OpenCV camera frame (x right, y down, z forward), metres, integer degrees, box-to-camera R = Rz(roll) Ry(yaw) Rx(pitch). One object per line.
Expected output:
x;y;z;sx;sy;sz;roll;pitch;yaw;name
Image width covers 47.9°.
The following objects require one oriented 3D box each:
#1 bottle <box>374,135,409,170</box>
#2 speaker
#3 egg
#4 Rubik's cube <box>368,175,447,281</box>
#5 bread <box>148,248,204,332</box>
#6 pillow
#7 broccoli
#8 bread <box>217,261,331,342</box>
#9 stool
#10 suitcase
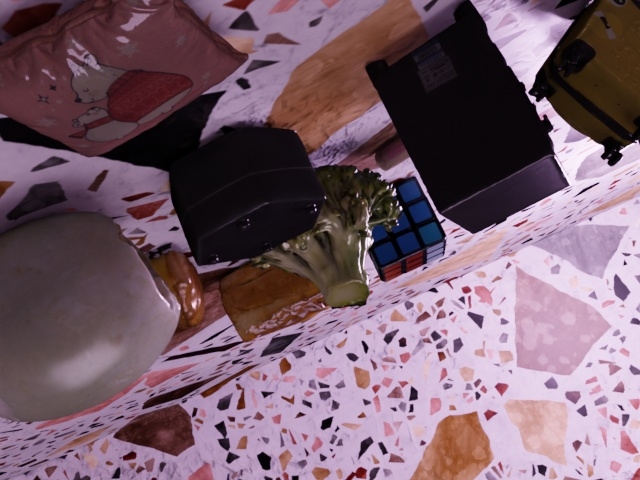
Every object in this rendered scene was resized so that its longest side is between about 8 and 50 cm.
0.146;-0.165;1.309;0.096;0.045;0.045;-33;161;30;bottle
0.222;-0.167;1.042;0.184;0.253;0.232;-29;163;18;speaker
-0.382;0.113;1.009;0.336;0.278;0.278;-30;165;-9;egg
0.173;-0.021;1.586;0.161;0.162;0.163;-24;163;1;Rubik's cube
-0.292;0.117;1.410;0.129;0.134;0.260;-21;163;-7;bread
-0.209;-0.169;0.727;0.236;0.084;0.223;-24;165;10;pillow
0.000;0.000;1.266;0.248;0.245;0.288;-5;151;-27;broccoli
-0.076;0.108;1.627;0.295;0.166;0.132;-27;163;6;bread
-0.111;-0.063;1.091;0.232;0.141;0.232;-23;164;-7;stool
0.443;-0.252;1.101;0.235;0.194;0.143;-52;-178;-28;suitcase
